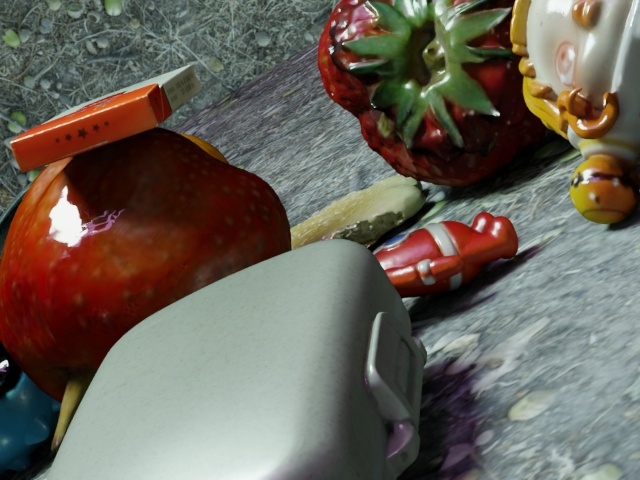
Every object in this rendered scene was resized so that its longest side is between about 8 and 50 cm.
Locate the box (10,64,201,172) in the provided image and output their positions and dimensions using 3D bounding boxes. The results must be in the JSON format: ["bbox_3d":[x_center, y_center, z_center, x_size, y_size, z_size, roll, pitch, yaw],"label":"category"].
[{"bbox_3d":[-0.197,-0.119,1.562,0.139,0.035,0.245,-18,9,10],"label":"box"}]

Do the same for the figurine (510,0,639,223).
[{"bbox_3d":[0.283,-0.165,1.356,0.323,0.196,0.320,26,99,64],"label":"figurine"}]

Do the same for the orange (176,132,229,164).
[{"bbox_3d":[-0.214,-0.033,2.138,0.240,0.171,0.240,-35,9,7],"label":"orange"}]

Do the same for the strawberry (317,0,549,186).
[{"bbox_3d":[0.139,-0.179,1.704,0.238,0.250,0.288,-37,-14,12],"label":"strawberry"}]

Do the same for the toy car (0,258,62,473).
[{"bbox_3d":[-0.360,0.146,1.767,0.188,0.190,0.255,-42,38,26],"label":"toy car"}]

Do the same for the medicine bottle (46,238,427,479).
[{"bbox_3d":[-0.064,0.141,1.160,0.282,0.123,0.375,-23,20,16],"label":"medicine bottle"}]

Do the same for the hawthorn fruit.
[{"bbox_3d":[-0.185,0.059,1.585,0.287,0.287,0.330,-17,40,51],"label":"hawthorn fruit"}]

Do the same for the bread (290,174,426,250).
[{"bbox_3d":[0.000,0.000,1.788,0.251,0.039,0.182,-32,13,8],"label":"bread"}]

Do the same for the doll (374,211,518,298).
[{"bbox_3d":[0.046,0.032,1.415,0.245,0.076,0.142,-17,6,-6],"label":"doll"}]

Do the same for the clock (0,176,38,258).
[{"bbox_3d":[-0.358,0.067,2.002,0.319,0.066,0.319,-42,34,37],"label":"clock"}]
